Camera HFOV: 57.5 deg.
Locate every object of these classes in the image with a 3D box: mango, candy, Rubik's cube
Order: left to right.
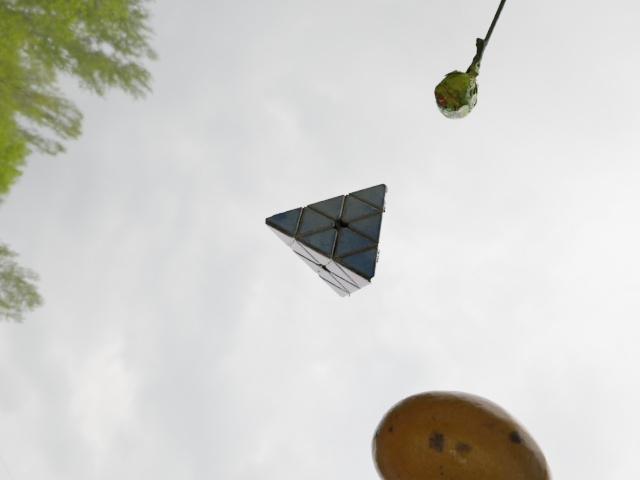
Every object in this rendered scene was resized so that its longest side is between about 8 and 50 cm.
[{"bbox_3d":[0.000,0.000,0.894,0.190,0.178,0.211,-106,-147,-75],"label":"Rubik's cube"},{"bbox_3d":[0.130,0.202,0.558,0.178,0.090,0.115,-12,-114,42],"label":"mango"},{"bbox_3d":[0.129,-0.156,0.475,0.035,0.035,0.122,31,-83,47],"label":"candy"}]
